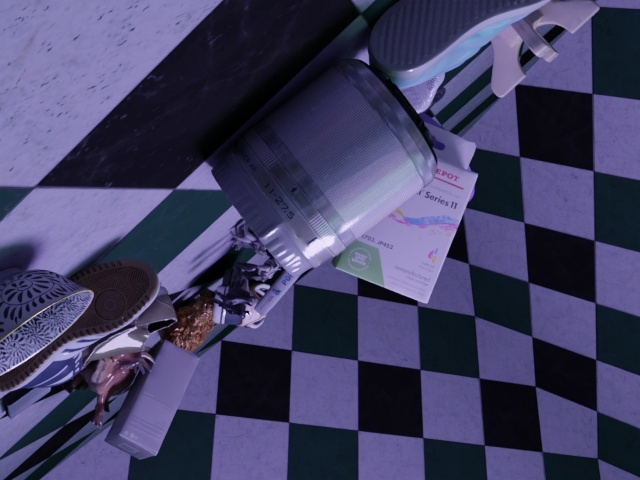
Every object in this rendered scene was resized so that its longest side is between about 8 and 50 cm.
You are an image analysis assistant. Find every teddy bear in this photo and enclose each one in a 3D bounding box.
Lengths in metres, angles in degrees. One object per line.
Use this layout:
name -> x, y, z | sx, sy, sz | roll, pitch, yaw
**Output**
teddy bear -> -0.356, 0.220, 2.034 | 0.245, 0.113, 0.338 | -36, -176, 14

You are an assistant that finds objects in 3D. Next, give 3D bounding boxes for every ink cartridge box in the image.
ink cartridge box -> 0.181, -0.075, 1.616 | 0.119, 0.207, 0.353 | -140, -109, -88

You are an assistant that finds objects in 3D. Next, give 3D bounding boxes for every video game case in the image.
video game case -> 0.000, 0.000, 1.820 | 0.300, 0.036, 0.329 | -50, 180, 38

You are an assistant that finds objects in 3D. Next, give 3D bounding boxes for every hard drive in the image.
hard drive -> -0.566, 0.297, 1.531 | 0.094, 0.022, 0.135 | -37, 174, -28

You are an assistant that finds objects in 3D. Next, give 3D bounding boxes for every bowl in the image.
bowl -> -0.357, 0.083, 0.920 | 0.170, 0.080, 0.170 | -39, 175, -4

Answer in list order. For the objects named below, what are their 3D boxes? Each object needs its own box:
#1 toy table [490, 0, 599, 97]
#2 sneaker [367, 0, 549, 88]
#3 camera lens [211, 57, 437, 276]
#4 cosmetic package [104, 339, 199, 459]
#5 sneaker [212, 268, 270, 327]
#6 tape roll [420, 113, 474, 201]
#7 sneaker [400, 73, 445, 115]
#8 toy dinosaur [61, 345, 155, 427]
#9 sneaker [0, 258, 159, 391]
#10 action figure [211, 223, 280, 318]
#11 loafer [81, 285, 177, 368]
toy table -> 0.407, -0.430, 1.587 | 0.252, 0.161, 0.274 | -44, 172, 34
sneaker -> 0.223, -0.350, 1.193 | 0.366, 0.135, 0.150 | -28, 175, -4
camera lens -> 0.011, -0.107, 1.135 | 0.274, 0.219, 0.219 | -38, 175, 1
cosmetic package -> -0.373, 0.353, 1.762 | 0.127, 0.107, 0.238 | -34, -153, 56
sneaker -> -0.191, 0.148, 1.954 | 0.321, 0.128, 0.126 | -109, -155, -81
tape roll -> 0.224, -0.170, 1.817 | 0.090, 0.275, 0.275 | -38, 174, -14
sneaker -> 0.179, -0.293, 1.478 | 0.153, 0.101, 0.268 | -38, 180, -26
toy dinosaur -> -0.447, 0.280, 1.736 | 0.200, 0.127, 0.296 | -48, -178, -6
sneaker -> -0.356, 0.128, 1.178 | 0.282, 0.099, 0.153 | -33, 169, -5
action figure -> -0.132, 0.022, 1.695 | 0.275, 0.141, 0.164 | -56, 172, -18
loafer -> -0.374, 0.179, 1.534 | 0.251, 0.087, 0.094 | -36, 173, -39
